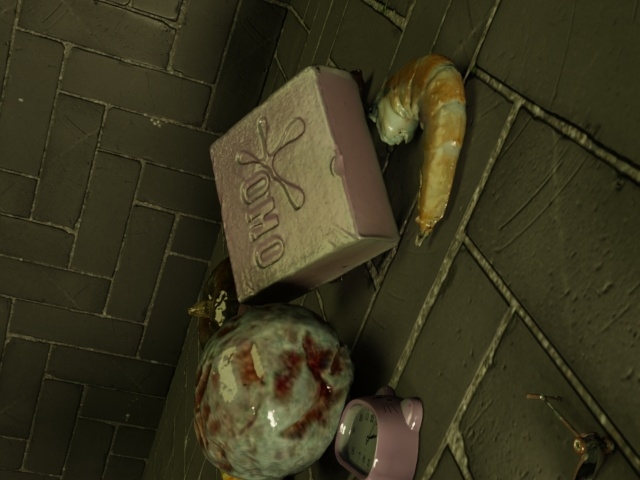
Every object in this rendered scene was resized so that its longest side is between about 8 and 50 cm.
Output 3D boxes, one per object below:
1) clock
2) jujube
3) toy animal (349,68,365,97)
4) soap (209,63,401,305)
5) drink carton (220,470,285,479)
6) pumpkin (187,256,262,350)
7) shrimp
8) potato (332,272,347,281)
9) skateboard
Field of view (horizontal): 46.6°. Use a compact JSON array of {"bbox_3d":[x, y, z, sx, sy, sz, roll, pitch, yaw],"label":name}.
[{"bbox_3d":[0.068,0.234,0.906,0.153,0.050,0.109,171,112,-73],"label":"clock"},{"bbox_3d":[-0.074,0.213,1.057,0.308,0.216,0.246,113,-177,-50],"label":"jujube"},{"bbox_3d":[0.040,-0.223,1.381,0.179,0.116,0.218,-49,5,-13],"label":"toy animal"},{"bbox_3d":[-0.034,-0.077,1.157,0.285,0.107,0.296,-31,65,39],"label":"soap"},{"bbox_3d":[-0.131,0.375,1.290,0.222,0.071,0.096,63,142,33],"label":"drink carton"},{"bbox_3d":[-0.198,0.161,1.648,0.260,0.190,0.260,-166,90,-76],"label":"pumpkin"},{"bbox_3d":[0.143,-0.150,0.998,0.287,0.068,0.185,-106,28,-44],"label":"shrimp"},{"bbox_3d":[0.000,0.000,1.276,0.138,0.098,0.243,-94,22,-43],"label":"potato"},{"bbox_3d":[0.191,0.160,0.590,0.083,0.032,0.063,-118,34,-64],"label":"skateboard"}]
